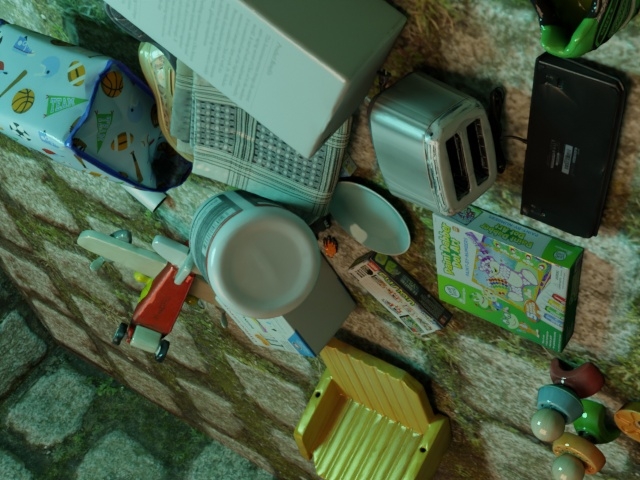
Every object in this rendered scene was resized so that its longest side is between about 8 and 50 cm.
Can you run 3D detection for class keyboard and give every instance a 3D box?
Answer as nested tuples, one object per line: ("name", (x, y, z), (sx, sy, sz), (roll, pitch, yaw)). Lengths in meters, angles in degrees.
("keyboard", (0.313, -0.135, 1.245), (0.202, 0.033, 0.317), (25, 149, 24))

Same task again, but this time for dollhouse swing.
("dollhouse swing", (0.094, 0.451, 2.157), (0.347, 0.315, 0.305), (23, 169, 31))

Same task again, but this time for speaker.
("speaker", (-0.442, -0.131, 2.178), (0.136, 0.055, 0.055), (40, 153, -3))

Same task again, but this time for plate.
("plate", (0.093, -0.046, 1.666), (0.188, 0.024, 0.188), (30, 153, 18))

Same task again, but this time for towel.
("towel", (-0.114, -0.183, 1.556), (0.324, 0.056, 0.312), (23, 149, 4))

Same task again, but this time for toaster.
("toaster", (0.164, -0.142, 1.288), (0.146, 0.129, 0.226), (33, 151, 44))

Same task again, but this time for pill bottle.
("pill bottle", (-0.144, 0.011, 1.754), (0.210, 0.210, 0.363), (50, 175, -19))

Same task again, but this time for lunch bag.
("lunch bag", (-0.470, -0.253, 1.819), (0.328, 0.238, 0.385), (24, 172, 26))

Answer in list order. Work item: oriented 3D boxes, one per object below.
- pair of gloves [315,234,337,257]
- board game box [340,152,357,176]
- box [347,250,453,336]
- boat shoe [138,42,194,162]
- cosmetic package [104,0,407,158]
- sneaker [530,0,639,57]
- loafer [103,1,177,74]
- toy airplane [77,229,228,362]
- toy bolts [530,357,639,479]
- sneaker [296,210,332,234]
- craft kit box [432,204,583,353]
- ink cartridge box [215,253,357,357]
("pair of gloves", (0.000, 0.000, 1.868), (0.083, 0.010, 0.074), (36, 153, 10))
("board game box", (-0.015, -0.159, 1.627), (0.154, 0.026, 0.103), (0, 134, 52))
("box", (0.159, 0.107, 1.801), (0.207, 0.036, 0.114), (43, 153, -7))
("boat shoe", (-0.254, -0.259, 1.690), (0.089, 0.104, 0.285), (17, 144, 37))
("cosmetic package", (-0.123, -0.355, 1.315), (0.453, 0.161, 0.230), (39, 153, 3))
("sneaker", (0.243, -0.340, 0.894), (0.134, 0.146, 0.343), (7, 138, 47))
("loafer", (-0.236, -0.355, 1.533), (0.109, 0.095, 0.303), (-29, 133, 28))
("toy airplane", (-0.374, 0.090, 2.258), (0.385, 0.272, 0.386), (-13, 122, 11))
("toy bolts", (0.486, 0.344, 1.614), (0.228, 0.158, 0.218), (50, 151, -20))
("sneaker", (-0.004, -0.048, 1.765), (0.065, 0.061, 0.158), (7, 165, -15))
("craft kit box", (0.314, 0.060, 1.518), (0.247, 0.061, 0.249), (27, 150, 29))
("ink cartridge box", (-0.080, 0.134, 1.998), (0.233, 0.168, 0.171), (3, 137, 51))
